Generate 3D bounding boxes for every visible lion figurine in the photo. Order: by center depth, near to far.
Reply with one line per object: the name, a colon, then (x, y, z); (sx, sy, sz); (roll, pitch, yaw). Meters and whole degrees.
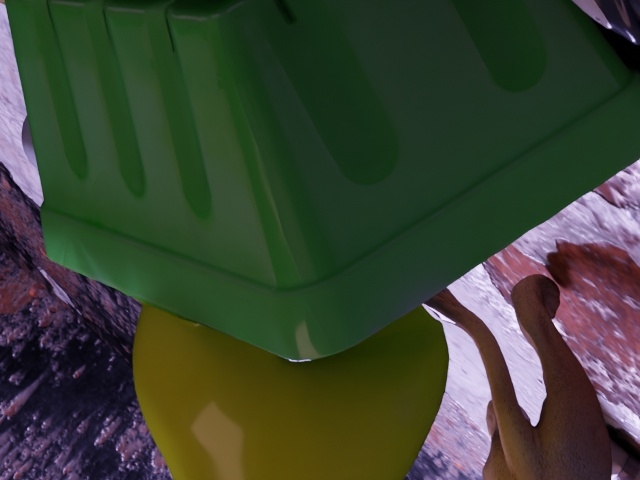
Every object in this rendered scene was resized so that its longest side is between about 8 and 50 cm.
lion figurine: (0.196, 0.202, 1.292); (0.392, 0.142, 0.240); (41, -157, -13)

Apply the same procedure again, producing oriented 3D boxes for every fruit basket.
fruit basket: (0.000, 0.000, 1.111); (0.392, 0.283, 0.392); (46, 156, 27)

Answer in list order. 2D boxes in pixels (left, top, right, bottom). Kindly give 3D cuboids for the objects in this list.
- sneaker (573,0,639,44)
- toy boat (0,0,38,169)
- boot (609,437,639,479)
sneaker: (0.116, -0.153, 0.768); (0.153, 0.094, 0.235); (39, 165, 10)
toy boat: (-0.216, -0.187, 1.434); (0.267, 0.148, 0.318); (28, 158, 46)
boot: (0.209, 0.157, 1.501); (0.087, 0.042, 0.118); (32, 164, 16)
